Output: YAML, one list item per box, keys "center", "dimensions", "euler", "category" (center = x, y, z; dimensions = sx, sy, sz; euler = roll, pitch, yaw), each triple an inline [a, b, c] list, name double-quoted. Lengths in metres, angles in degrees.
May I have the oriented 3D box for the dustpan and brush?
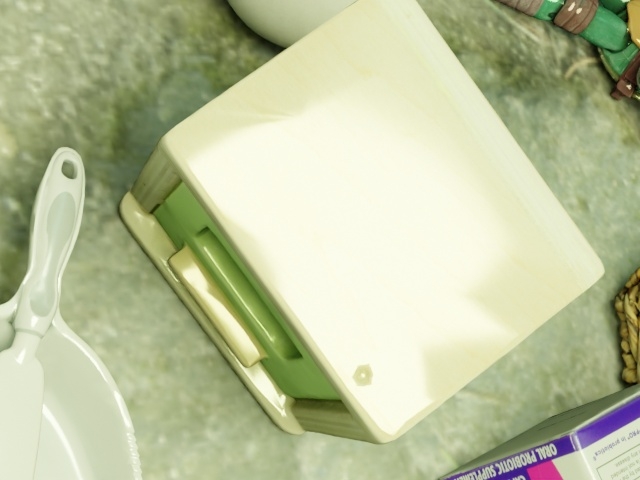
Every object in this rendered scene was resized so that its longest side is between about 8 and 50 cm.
- center: [-0.132, 0.060, 0.579]
  dimensions: [0.147, 0.060, 0.211]
  euler: [20, 57, -29]
  category: "dustpan and brush"

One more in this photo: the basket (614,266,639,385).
- center: [0.357, 0.061, 0.795]
  dimensions: [0.299, 0.223, 0.213]
  euler: [3, 71, -18]
  category: "basket"

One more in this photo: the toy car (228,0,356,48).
- center: [-0.001, -0.199, 0.754]
  dimensions: [0.210, 0.219, 0.238]
  euler: [-52, 132, -42]
  category: "toy car"

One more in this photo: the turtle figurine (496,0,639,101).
- center: [0.238, -0.143, 0.928]
  dimensions: [0.234, 0.118, 0.175]
  euler: [32, 38, -3]
  category: "turtle figurine"

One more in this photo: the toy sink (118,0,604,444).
- center: [0.000, 0.000, 0.646]
  dimensions: [0.131, 0.234, 0.153]
  euler: [-36, 94, -13]
  category: "toy sink"

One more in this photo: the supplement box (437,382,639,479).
- center: [0.173, 0.196, 0.712]
  dimensions: [0.114, 0.111, 0.220]
  euler: [-19, 80, -41]
  category: "supplement box"
